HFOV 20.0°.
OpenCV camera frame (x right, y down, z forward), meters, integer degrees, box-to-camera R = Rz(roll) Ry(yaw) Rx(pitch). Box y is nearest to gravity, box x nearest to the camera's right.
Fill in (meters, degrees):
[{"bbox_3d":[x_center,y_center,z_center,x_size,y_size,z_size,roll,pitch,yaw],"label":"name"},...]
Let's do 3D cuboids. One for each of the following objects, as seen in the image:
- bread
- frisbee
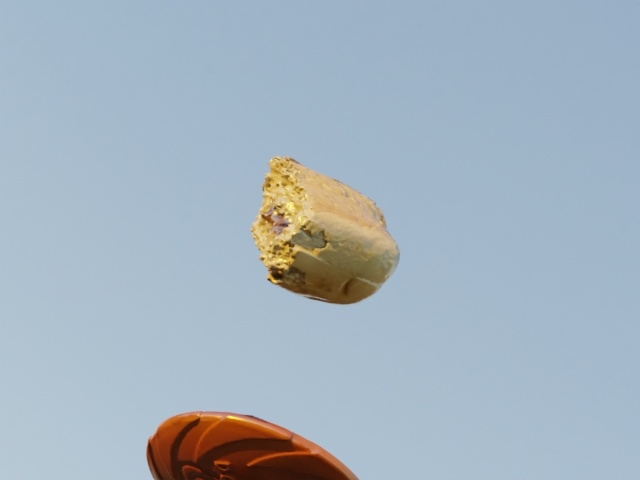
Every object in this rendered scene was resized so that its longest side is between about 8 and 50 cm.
[{"bbox_3d":[0.000,-0.001,1.429,0.106,0.082,0.125,30,17,-23],"label":"bread"},{"bbox_3d":[-0.049,0.200,1.393,0.192,0.035,0.192,16,-37,12],"label":"frisbee"}]
